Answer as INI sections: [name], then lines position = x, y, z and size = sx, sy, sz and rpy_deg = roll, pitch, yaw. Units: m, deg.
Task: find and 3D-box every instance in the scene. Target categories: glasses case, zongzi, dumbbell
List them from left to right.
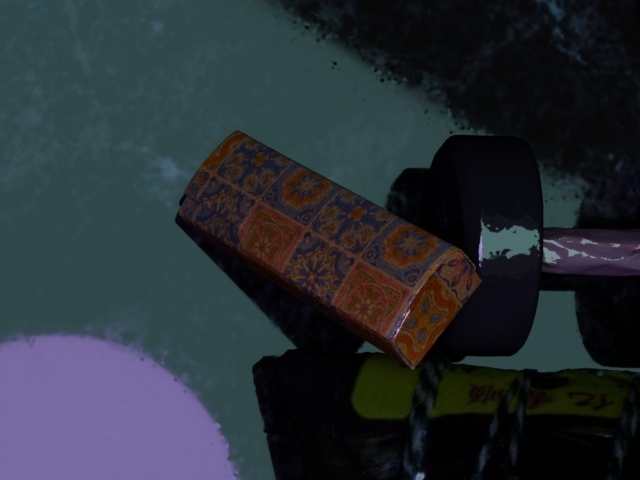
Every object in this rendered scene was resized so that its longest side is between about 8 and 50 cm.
[glasses case]
position = 0.000, 0.000, 1.076
size = 0.218, 0.049, 0.075
rpy_deg = 30, 76, 41
[zongzi]
position = 0.157, 0.196, 0.975
size = 0.383, 0.362, 0.319
rpy_deg = -16, 96, 10
[dumbbell]
position = 0.186, 0.006, 1.120
size = 0.218, 0.152, 0.152
rpy_deg = 2, 84, -8
